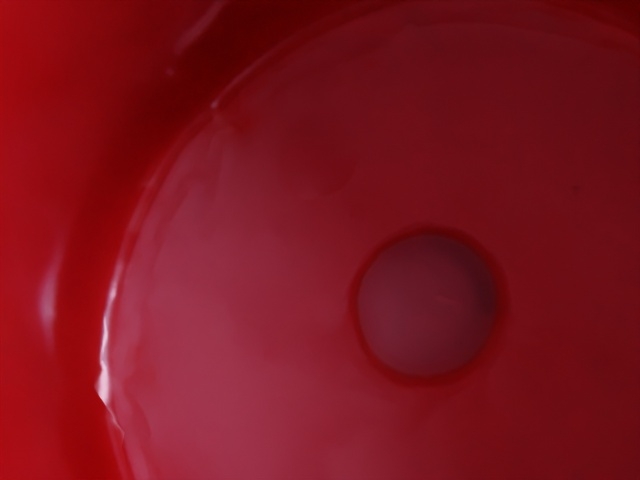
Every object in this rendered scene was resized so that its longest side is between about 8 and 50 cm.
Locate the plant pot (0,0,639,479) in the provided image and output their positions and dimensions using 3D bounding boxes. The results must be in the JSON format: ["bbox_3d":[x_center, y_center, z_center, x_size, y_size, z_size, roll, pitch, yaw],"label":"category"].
[{"bbox_3d":[0.000,0.000,0.313,0.275,0.275,0.243,-8,-13,15],"label":"plant pot"}]
